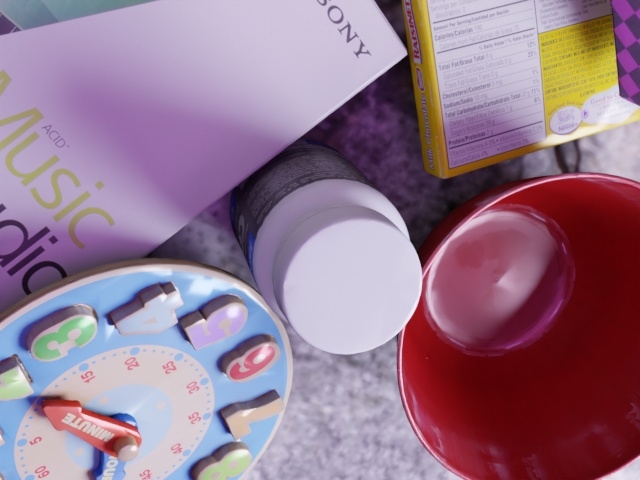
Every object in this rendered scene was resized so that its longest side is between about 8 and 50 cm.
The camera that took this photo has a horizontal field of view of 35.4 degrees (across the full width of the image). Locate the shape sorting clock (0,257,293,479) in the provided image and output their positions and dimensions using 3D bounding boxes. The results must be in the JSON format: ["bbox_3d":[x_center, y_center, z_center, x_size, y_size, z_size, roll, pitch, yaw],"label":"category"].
[{"bbox_3d":[-0.107,0.099,0.532,0.206,0.040,0.206,-15,130,-19],"label":"shape sorting clock"}]

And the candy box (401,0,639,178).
[{"bbox_3d":[0.143,-0.110,0.540,0.206,0.027,0.105,-17,109,-18],"label":"candy box"}]

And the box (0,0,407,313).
[{"bbox_3d":[-0.149,-0.088,0.484,0.322,0.058,0.232,-38,112,0],"label":"box"}]

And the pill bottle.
[{"bbox_3d":[0.000,0.000,0.503,0.078,0.137,0.078,-4,108,-11],"label":"pill bottle"}]

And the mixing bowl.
[{"bbox_3d":[0.117,0.039,0.563,0.181,0.098,0.181,-4,109,-11],"label":"mixing bowl"}]

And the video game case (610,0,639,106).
[{"bbox_3d":[0.203,-0.200,0.449,0.210,0.042,0.232,-47,144,-13],"label":"video game case"}]
